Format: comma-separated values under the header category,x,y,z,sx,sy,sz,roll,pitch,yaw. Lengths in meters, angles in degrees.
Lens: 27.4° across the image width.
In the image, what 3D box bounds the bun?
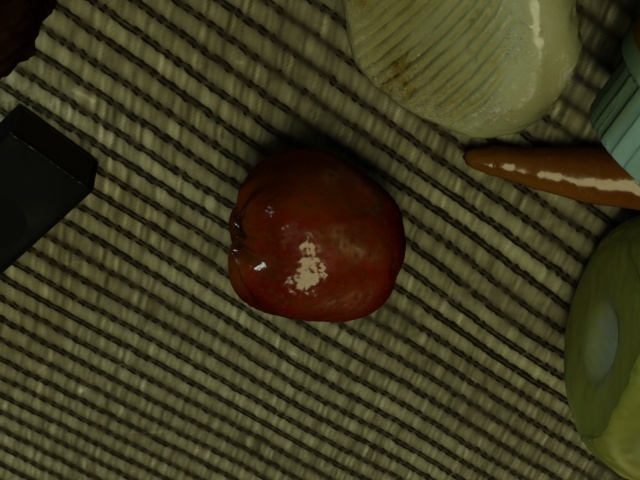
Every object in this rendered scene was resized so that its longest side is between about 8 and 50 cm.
category,x,y,z,sx,sy,sz,roll,pitch,yaw
bun,0.100,-0.163,0.876,0.183,0.102,0.183,24,134,26

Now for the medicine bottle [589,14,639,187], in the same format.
category,x,y,z,sx,sy,sz,roll,pitch,yaw
medicine bottle,0.316,-0.166,0.841,0.158,0.158,0.318,21,125,-16

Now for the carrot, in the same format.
category,x,y,z,sx,sy,sz,roll,pitch,yaw
carrot,0.276,-0.045,0.998,0.336,0.069,0.069,3,129,1

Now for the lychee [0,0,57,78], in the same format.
category,x,y,z,sx,sy,sz,roll,pitch,yaw
lychee,-0.276,-0.201,0.745,0.267,0.267,0.267,0,129,0

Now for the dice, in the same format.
category,x,y,z,sx,sy,sz,roll,pitch,yaw
dice,0.299,0.087,1.033,0.169,0.169,0.166,9,129,-8

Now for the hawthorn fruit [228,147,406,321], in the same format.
category,x,y,z,sx,sy,sz,roll,pitch,yaw
hawthorn fruit,0.000,0.000,0.987,0.138,0.133,0.133,7,129,-15

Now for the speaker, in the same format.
category,x,y,z,sx,sy,sz,roll,pitch,yaw
speaker,-0.274,-0.009,1.032,0.218,0.044,0.082,-37,120,25
